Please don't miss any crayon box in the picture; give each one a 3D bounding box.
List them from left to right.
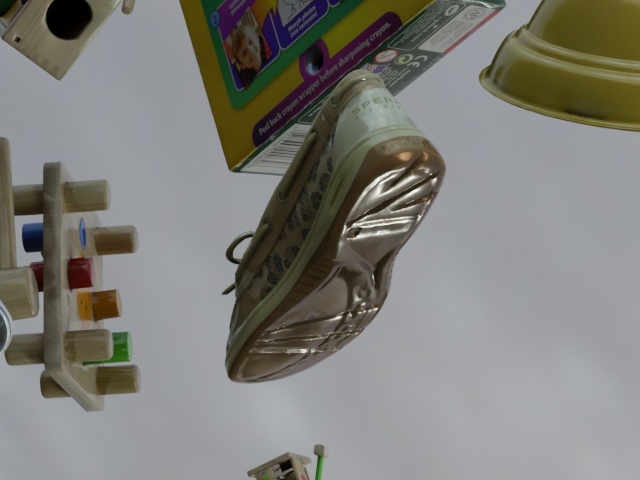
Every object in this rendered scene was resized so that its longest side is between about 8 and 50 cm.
[{"bbox_3d":[0.000,-0.290,2.017,0.363,0.106,0.313,-37,-119,42],"label":"crayon box"}]

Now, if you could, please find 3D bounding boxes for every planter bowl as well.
[{"bbox_3d":[0.225,-0.148,1.368,0.217,0.217,0.090,21,-65,42],"label":"planter bowl"}]

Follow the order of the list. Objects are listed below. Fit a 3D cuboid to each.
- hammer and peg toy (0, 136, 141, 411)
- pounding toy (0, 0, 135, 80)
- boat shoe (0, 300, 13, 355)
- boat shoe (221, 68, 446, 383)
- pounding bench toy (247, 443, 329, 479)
[{"bbox_3d":[-0.299,0.039,2.266,0.127,0.266,0.361,-4,-18,4],"label":"hammer and peg toy"},{"bbox_3d":[-0.264,-0.287,2.092,0.094,0.206,0.181,36,2,-26],"label":"pounding toy"},{"bbox_3d":[-0.399,0.060,1.741,0.306,0.113,0.105,30,3,-39],"label":"boat shoe"},{"bbox_3d":[0.000,0.000,1.395,0.285,0.104,0.089,-56,-130,40],"label":"boat shoe"},{"bbox_3d":[-0.020,0.253,1.969,0.052,0.083,0.065,28,38,-61],"label":"pounding bench toy"}]
